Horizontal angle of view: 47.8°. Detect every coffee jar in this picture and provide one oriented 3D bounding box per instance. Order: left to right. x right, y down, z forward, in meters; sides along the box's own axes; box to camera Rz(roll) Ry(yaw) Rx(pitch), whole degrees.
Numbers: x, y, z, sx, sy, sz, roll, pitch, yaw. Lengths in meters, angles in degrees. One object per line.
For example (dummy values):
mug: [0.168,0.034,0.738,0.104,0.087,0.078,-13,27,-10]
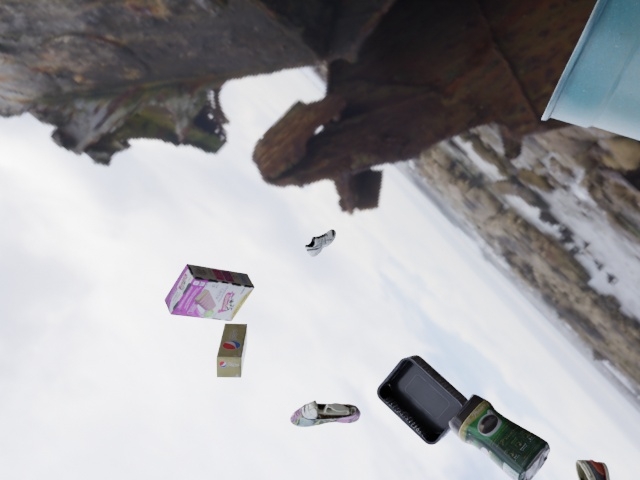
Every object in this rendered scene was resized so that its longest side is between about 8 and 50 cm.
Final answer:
coffee jar: [0.345,0.384,1.409,0.184,0.096,0.079,34,157,37]

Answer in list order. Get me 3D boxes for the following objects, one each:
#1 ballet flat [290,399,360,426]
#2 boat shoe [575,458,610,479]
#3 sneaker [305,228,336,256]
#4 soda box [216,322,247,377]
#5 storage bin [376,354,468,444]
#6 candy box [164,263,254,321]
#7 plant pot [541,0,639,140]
ballet flat: [0.013,0.529,2.232,0.079,0.221,0.077,82,-173,-47]
boat shoe: [0.414,0.396,1.082,0.043,0.049,0.137,11,-128,-10]
sneaker: [0.000,0.000,1.679,0.037,0.083,0.032,49,172,-30]
soda box: [-0.218,0.271,1.796,0.061,0.058,0.181,1,-160,-1]
storage bin: [0.234,0.361,1.652,0.180,0.122,0.084,42,-169,20]
candy box: [-0.345,0.167,2.256,0.233,0.159,0.071,11,-147,-42]
plant pot: [0.616,-0.306,1.263,0.334,0.341,0.341,26,-176,12]
